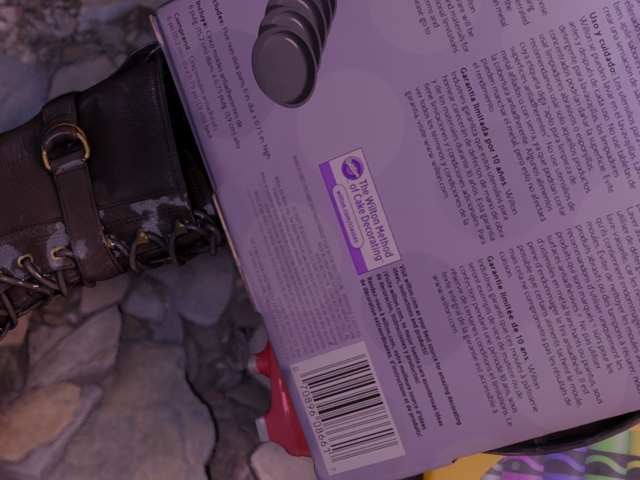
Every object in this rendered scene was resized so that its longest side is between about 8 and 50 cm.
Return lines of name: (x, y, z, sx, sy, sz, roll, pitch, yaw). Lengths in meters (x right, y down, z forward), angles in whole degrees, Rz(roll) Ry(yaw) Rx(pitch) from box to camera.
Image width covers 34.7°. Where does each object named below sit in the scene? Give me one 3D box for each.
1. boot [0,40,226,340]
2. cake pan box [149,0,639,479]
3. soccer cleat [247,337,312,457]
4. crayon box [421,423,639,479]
boot: (-0.163, 0.019, 0.585, 0.229, 0.091, 0.263, -14, 69, 6)
cake pan box: (0.075, -0.032, 0.468, 0.245, 0.070, 0.267, -23, 86, 24)
soccer cleat: (0.000, 0.000, 0.584, 0.095, 0.083, 0.248, -6, 87, 0)
crayon box: (0.160, 0.085, 0.549, 0.202, 0.081, 0.319, 6, 87, 9)
